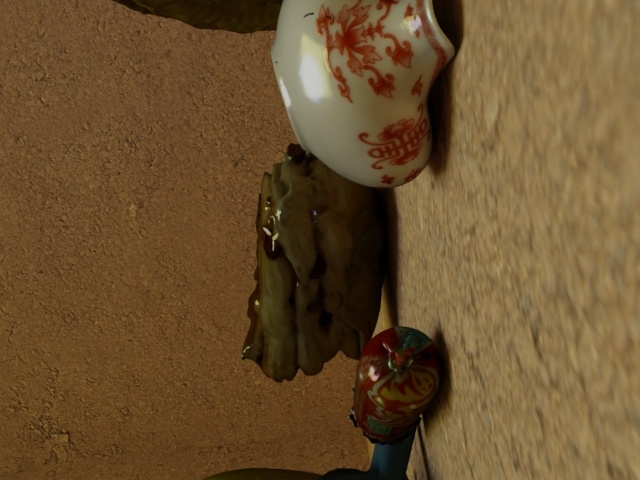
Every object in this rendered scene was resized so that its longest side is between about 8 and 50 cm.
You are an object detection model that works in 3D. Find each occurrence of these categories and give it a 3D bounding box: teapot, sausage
[{"bbox_3d":[0.027,-0.115,0.450,0.159,0.116,0.245,58,-169,-10],"label":"teapot"},{"bbox_3d":[0.065,0.134,0.591,0.264,0.083,0.083,84,179,-66],"label":"sausage"}]

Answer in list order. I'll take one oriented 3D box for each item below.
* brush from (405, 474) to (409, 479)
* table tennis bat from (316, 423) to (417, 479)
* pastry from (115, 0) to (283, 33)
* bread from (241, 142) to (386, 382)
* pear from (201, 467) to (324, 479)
[{"bbox_3d":[0.119,0.466,0.872,0.070,0.051,0.323,-46,-51,-87],"label":"brush"},{"bbox_3d":[0.052,0.310,0.636,0.044,0.215,0.329,-43,16,37],"label":"table tennis bat"},{"bbox_3d":[-0.060,-0.250,0.478,0.240,0.235,0.132,25,-119,-77],"label":"pastry"},{"bbox_3d":[0.000,0.000,0.900,0.314,0.192,0.369,-88,6,-48],"label":"bread"},{"bbox_3d":[-0.043,0.458,0.734,0.418,0.362,0.362,50,-170,-14],"label":"pear"}]
